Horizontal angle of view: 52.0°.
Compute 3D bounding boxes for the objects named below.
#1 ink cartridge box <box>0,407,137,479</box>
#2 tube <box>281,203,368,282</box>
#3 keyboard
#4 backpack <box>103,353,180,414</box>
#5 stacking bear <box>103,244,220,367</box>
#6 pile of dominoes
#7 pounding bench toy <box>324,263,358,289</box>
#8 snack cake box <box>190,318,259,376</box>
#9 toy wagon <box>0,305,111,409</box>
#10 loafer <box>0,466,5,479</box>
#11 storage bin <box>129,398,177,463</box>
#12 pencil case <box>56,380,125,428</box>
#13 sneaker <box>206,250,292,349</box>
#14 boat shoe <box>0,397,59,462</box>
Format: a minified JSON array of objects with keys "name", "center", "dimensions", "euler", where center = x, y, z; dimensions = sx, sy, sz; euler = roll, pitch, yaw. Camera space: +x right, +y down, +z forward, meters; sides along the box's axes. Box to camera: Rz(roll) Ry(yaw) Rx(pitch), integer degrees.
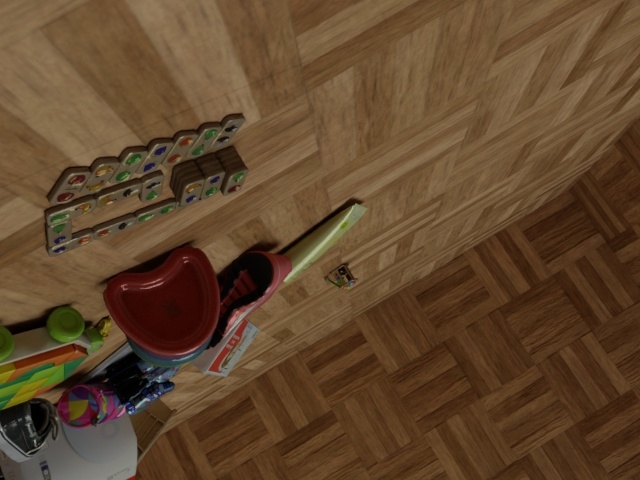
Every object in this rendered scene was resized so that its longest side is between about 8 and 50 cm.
[{"name":"ink cartridge box","center":[-0.562,0.581,1.563],"dimensions":[0.091,0.385,0.308],"euler":[-29,170,33]},{"name":"tube","center":[0.000,0.000,1.425],"dimensions":[0.240,0.062,0.070],"euler":[-39,-154,13]},{"name":"keyboard","center":[-0.483,0.284,1.484],"dimensions":[0.256,0.014,0.072],"euler":[-37,171,24]},{"name":"backpack","center":[-0.393,0.310,1.541],"dimensions":[0.173,0.117,0.158],"euler":[-34,173,-8]},{"name":"stacking bear","center":[-0.271,0.147,1.162],"dimensions":[0.175,0.164,0.289],"euler":[-26,170,-22]},{"name":"pile of dominoes","center":[-0.206,-0.054,0.802],"dimensions":[0.251,0.040,0.196],"euler":[-25,165,-28]},{"name":"pounding bench toy","center":[0.060,0.119,1.961],"dimensions":[0.083,0.065,0.052],"euler":[-35,166,18]},{"name":"snack cake box","center":[-0.238,0.237,1.569],"dimensions":[0.152,0.089,0.264],"euler":[-53,170,-10]},{"name":"toy wagon","center":[-0.479,0.202,1.065],"dimensions":[0.267,0.068,0.344],"euler":[-40,164,34]},{"name":"loafer","center":[-0.670,0.579,1.579],"dimensions":[0.096,0.084,0.267],"euler":[-41,127,14]},{"name":"storage bin","center":[-0.601,0.604,1.951],"dimensions":[0.262,0.123,0.260],"euler":[-39,-171,31]},{"name":"pencil case","center":[-0.512,0.372,1.502],"dimensions":[0.104,0.104,0.236],"euler":[-30,173,-7]},{"name":"sneaker","center":[-0.174,0.132,1.386],"dimensions":[0.313,0.116,0.136],"euler":[-38,167,26]},{"name":"boat shoe","center":[-0.592,0.372,1.341],"dimensions":[0.104,0.113,0.306],"euler":[-13,153,-14]}]
